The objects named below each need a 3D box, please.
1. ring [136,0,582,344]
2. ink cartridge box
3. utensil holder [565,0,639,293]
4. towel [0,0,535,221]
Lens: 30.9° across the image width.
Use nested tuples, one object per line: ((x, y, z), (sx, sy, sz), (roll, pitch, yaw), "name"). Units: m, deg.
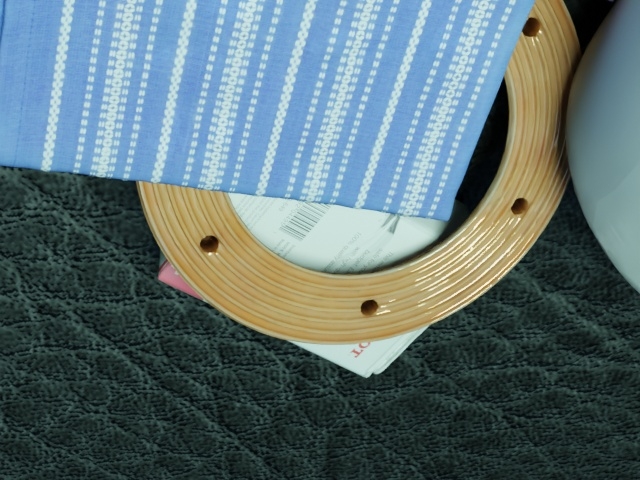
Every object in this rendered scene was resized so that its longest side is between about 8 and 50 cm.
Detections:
((0.032, -0.078, 0.836), (0.336, 0.032, 0.336), (-7, 115, -15), "ring")
((0.000, 0.000, 0.950), (0.218, 0.092, 0.158), (29, 120, -24), "ink cartridge box")
((0.346, -0.117, 0.657), (0.327, 0.327, 0.385), (0, 164, -6), "utensil holder")
((-0.038, -0.123, 0.721), (0.336, 0.040, 0.243), (7, 127, -15), "towel")
